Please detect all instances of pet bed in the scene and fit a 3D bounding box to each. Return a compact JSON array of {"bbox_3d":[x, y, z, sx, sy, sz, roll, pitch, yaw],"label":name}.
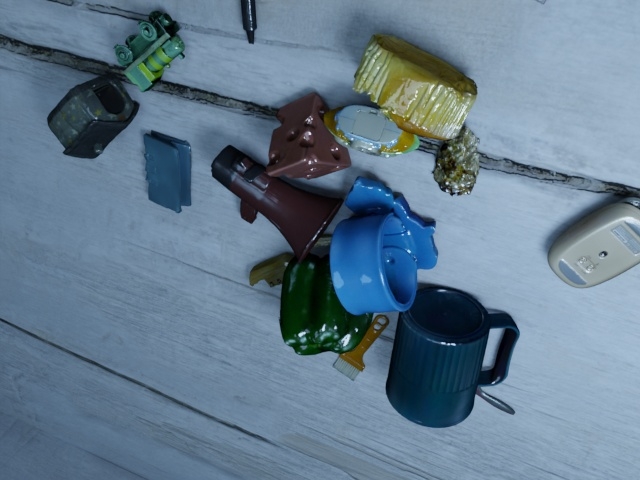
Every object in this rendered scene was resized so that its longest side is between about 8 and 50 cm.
[{"bbox_3d":[-0.614,-0.328,1.464,0.211,0.183,0.159,-24,106,36],"label":"pet bed"}]

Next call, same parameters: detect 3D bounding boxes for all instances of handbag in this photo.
[{"bbox_3d":[-0.449,-0.198,1.554,0.144,0.057,0.221,22,128,17],"label":"handbag"}]

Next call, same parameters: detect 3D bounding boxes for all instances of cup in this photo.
[{"bbox_3d":[0.332,0.303,1.384,0.307,0.242,0.292,14,124,21],"label":"cup"}]

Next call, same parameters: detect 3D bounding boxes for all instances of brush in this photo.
[{"bbox_3d":[0.131,0.327,1.642,0.090,0.017,0.314,32,128,4],"label":"brush"}]

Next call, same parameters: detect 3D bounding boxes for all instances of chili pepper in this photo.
[{"bbox_3d":[0.002,0.177,1.441,0.248,0.257,0.233,-12,144,33],"label":"chili pepper"}]

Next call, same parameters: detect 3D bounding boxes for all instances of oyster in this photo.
[{"bbox_3d":[0.310,-0.175,1.201,0.105,0.056,0.177,28,134,17],"label":"oyster"}]

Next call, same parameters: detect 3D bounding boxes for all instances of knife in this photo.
[{"bbox_3d":[0.455,0.436,1.552,0.247,0.018,0.035,31,132,6],"label":"knife"}]

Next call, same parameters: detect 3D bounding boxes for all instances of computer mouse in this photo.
[{"bbox_3d":[0.611,0.010,1.153,0.145,0.082,0.236,41,127,-3],"label":"computer mouse"}]

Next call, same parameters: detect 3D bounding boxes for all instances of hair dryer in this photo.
[{"bbox_3d":[-0.178,-0.562,1.178,0.128,0.070,0.255,17,131,16],"label":"hair dryer"}]

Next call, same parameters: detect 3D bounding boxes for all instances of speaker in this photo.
[{"bbox_3d":[-0.116,-0.106,1.406,0.329,0.259,0.198,35,90,9],"label":"speaker"}]

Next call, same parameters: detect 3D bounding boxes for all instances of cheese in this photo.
[{"bbox_3d":[-0.043,-0.247,1.265,0.128,0.203,0.177,-15,84,35],"label":"cheese"}]

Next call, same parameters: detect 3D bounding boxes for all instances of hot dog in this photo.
[{"bbox_3d":[0.000,0.000,1.477,0.090,0.034,0.030,-5,110,7],"label":"hot dog"}]

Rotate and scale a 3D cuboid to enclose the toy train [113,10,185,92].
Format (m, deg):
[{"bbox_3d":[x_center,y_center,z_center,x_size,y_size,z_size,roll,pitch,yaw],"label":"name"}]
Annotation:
[{"bbox_3d":[-0.423,-0.478,1.344,0.200,0.083,0.132,-22,120,35],"label":"toy train"}]

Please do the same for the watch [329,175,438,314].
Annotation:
[{"bbox_3d":[0.132,0.016,1.269,0.241,0.274,0.305,-10,121,31],"label":"watch"}]

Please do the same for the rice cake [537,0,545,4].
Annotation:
[{"bbox_3d":[0.433,-0.515,0.925,0.047,0.036,0.207,23,129,-5],"label":"rice cake"}]

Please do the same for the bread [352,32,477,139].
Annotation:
[{"bbox_3d":[0.189,-0.307,1.084,0.250,0.179,0.133,29,127,3],"label":"bread"}]

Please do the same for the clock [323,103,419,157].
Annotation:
[{"bbox_3d":[0.112,-0.245,1.200,0.231,0.144,0.103,22,91,13],"label":"clock"}]

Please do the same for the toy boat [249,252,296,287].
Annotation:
[{"bbox_3d":[-0.139,0.096,1.595,0.200,0.057,0.077,-22,116,35],"label":"toy boat"}]
